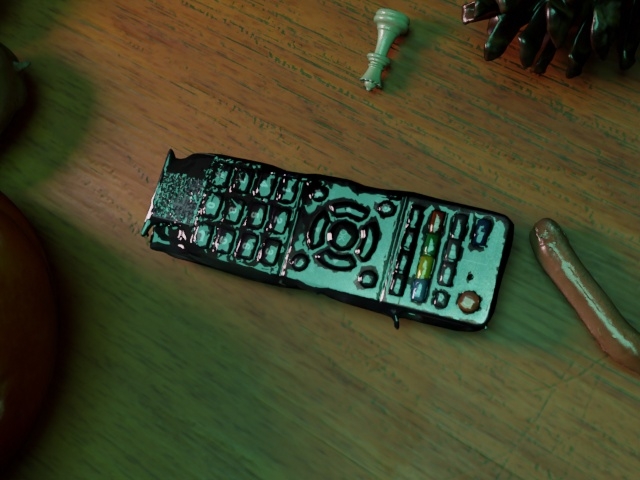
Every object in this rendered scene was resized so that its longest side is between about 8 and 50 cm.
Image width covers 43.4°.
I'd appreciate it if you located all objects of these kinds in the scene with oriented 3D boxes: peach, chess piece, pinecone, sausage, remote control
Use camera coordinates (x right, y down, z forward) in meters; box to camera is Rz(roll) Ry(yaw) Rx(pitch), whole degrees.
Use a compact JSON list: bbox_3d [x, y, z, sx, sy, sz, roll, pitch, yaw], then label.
[{"bbox_3d":[-0.468,0.099,0.847,0.334,0.310,0.406,12,78,14],"label":"peach"},{"bbox_3d":[0.070,-0.215,0.923,0.042,0.042,0.093,17,88,18],"label":"chess piece"},{"bbox_3d":[0.287,-0.276,0.794,0.309,0.244,0.244,-25,71,24],"label":"pinecone"},{"bbox_3d":[0.270,0.058,0.805,0.043,0.043,0.186,-35,70,4],"label":"sausage"},{"bbox_3d":[0.000,0.000,0.875,0.398,0.062,0.145,14,82,16],"label":"remote control"}]

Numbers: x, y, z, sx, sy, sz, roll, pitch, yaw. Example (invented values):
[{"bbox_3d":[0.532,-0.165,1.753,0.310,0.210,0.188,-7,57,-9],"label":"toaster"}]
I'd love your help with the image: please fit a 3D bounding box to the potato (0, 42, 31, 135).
[{"bbox_3d":[-0.473,-0.167,0.984,0.251,0.174,0.159,-31,68,-10],"label":"potato"}]
